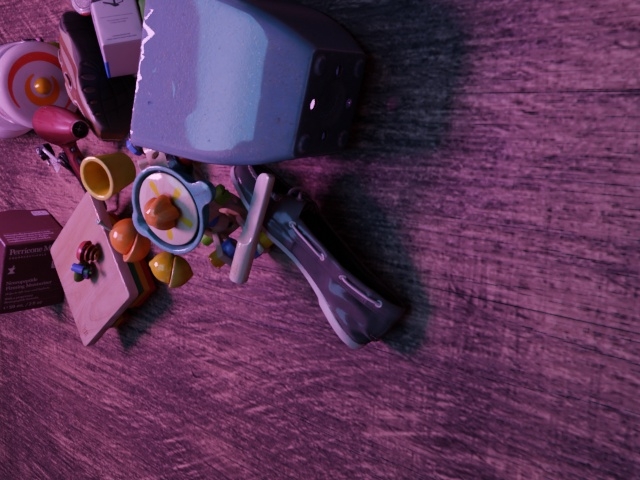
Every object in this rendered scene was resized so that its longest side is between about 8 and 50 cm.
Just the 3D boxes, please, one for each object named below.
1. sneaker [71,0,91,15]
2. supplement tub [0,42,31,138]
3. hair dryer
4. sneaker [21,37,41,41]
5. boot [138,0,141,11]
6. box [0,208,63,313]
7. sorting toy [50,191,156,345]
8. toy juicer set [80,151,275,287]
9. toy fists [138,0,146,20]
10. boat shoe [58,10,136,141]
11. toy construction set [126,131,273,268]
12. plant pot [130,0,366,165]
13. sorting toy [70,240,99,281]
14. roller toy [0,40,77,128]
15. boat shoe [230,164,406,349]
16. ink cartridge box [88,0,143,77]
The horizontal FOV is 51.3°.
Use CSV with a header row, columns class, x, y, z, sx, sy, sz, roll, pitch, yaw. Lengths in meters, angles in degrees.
class,x,y,z,sx,sy,sz,roll,pitch,yaw
sneaker,-0.504,-0.583,1.382,0.088,0.093,0.226,-6,95,6
supplement tub,-0.827,-0.366,1.653,0.316,0.228,0.229,8,101,43
hair dryer,-0.521,-0.193,1.425,0.223,0.080,0.293,41,156,0
sneaker,-0.750,-0.482,1.681,0.119,0.057,0.047,-16,87,45
boot,-0.312,-0.485,1.265,0.121,0.045,0.099,-2,92,51
box,-0.759,0.049,1.690,0.167,0.168,0.203,37,121,35
sorting toy,-0.479,0.062,1.477,0.257,0.089,0.256,-41,68,40
toy juicer set,-0.214,-0.012,0.980,0.328,0.089,0.209,11,117,28
toy fists,-0.212,-0.315,1.128,0.142,0.096,0.279,15,123,55
boat shoe,-0.477,-0.335,1.408,0.120,0.122,0.324,-48,56,43
toy construction set,-0.224,-0.104,1.148,0.151,0.215,0.328,-50,53,7
plant pot,-0.083,-0.227,0.959,0.252,0.247,0.248,23,112,26
sorting toy,-0.486,0.051,1.389,0.042,0.061,0.102,19,122,5
roller toy,-0.645,-0.347,1.497,0.146,0.191,0.210,18,106,47
boat shoe,0.000,0.000,0.978,0.095,0.112,0.335,-38,85,23
ink cartridge box,-0.399,-0.443,1.287,0.148,0.085,0.203,138,116,-74
